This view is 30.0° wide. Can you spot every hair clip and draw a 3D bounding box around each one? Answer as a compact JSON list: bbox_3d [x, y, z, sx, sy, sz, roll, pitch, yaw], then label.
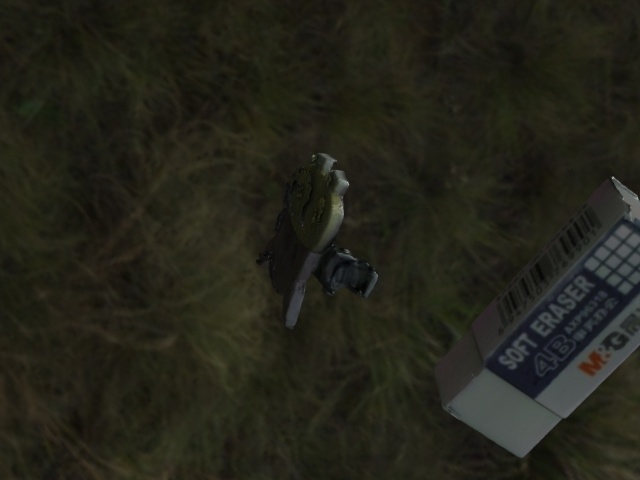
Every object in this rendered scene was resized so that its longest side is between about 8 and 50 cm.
[{"bbox_3d":[-0.007,-0.002,1.147,0.056,0.187,0.146,14,110,-31],"label":"hair clip"}]

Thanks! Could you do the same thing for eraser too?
[{"bbox_3d":[0.253,0.083,1.230,0.130,0.086,0.287,33,112,-20],"label":"eraser"}]
